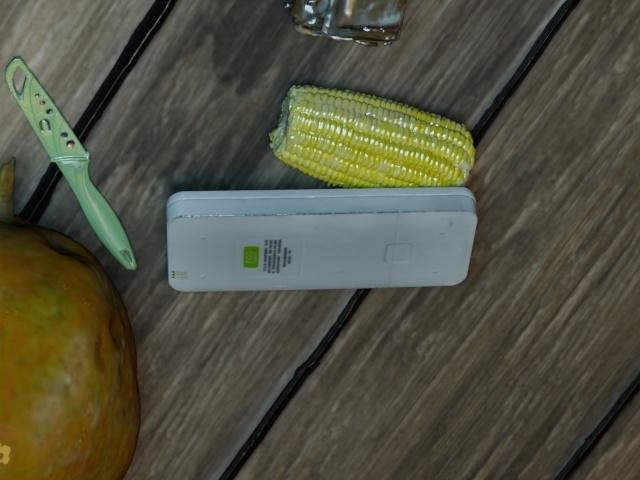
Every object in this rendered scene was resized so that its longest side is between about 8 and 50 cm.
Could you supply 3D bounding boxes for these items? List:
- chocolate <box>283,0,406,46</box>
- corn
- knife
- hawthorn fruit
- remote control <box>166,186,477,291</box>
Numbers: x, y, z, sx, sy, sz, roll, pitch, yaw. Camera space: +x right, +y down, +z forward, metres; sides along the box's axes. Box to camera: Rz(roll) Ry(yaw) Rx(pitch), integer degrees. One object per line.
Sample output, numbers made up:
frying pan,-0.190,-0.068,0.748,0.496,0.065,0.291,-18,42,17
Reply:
chocolate,0.048,-0.302,1.262,0.102,0.065,0.329,5,112,-15
corn,0.042,-0.075,1.373,0.165,0.063,0.085,13,136,-17
knife,-0.194,-0.058,1.350,0.030,0.014,0.207,-28,118,2
hawthorn fruit,-0.259,0.082,1.275,0.277,0.277,0.298,16,85,-20
remote control,0.000,0.000,1.380,0.250,0.034,0.103,-2,141,-5
